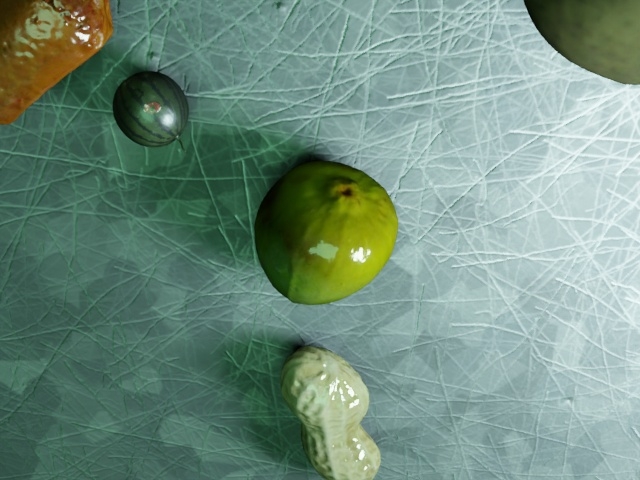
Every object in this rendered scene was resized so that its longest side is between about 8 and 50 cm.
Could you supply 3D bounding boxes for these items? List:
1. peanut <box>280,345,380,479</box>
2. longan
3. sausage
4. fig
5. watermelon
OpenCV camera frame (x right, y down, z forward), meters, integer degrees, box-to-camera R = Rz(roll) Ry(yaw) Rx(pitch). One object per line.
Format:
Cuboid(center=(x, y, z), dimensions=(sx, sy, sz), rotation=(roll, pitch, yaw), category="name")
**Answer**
Cuboid(center=(0.024, 0.302, 1.528), dimensions=(0.136, 0.120, 0.298), rotation=(-10, 119, 13), category="peanut")
Cuboid(center=(0.415, -0.339, 1.095), dimensions=(0.350, 0.288, 0.288), rotation=(-13, 116, 3), category="longan")
Cuboid(center=(-0.400, -0.268, 1.229), dimensions=(0.268, 0.153, 0.141), rotation=(-34, 111, 19), category="sausage")
Cuboid(center=(-0.005, -0.009, 1.334), dimensions=(0.207, 0.207, 0.230), rotation=(40, 146, -16), category="fig")
Cuboid(center=(-0.232, -0.176, 1.293), dimensions=(0.105, 0.105, 0.133), rotation=(-39, 92, 20), category="watermelon")
